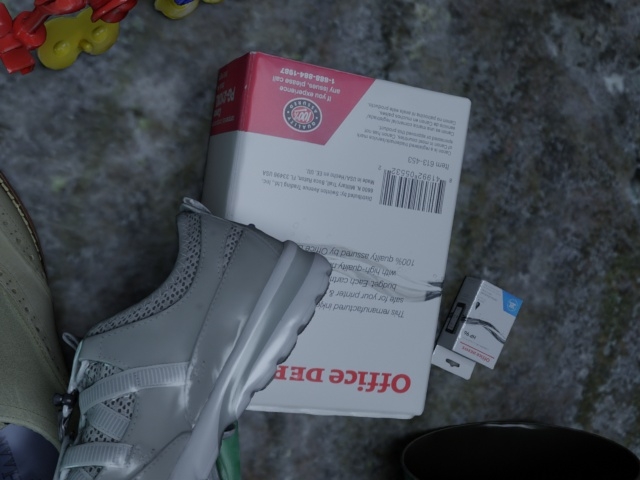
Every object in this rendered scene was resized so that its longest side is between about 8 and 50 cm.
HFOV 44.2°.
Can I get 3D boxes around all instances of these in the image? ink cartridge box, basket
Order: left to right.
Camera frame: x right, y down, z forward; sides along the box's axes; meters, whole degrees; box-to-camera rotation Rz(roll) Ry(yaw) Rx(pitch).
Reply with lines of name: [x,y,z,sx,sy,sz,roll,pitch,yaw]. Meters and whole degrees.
ink cartridge box: [0.000,0.000,0.585,0.172,0.100,0.237,8,92,-21]
ink cartridge box: [0.135,0.079,0.686,0.048,0.028,0.083,26,86,-22]
basket: [0.156,0.287,0.654,0.204,0.154,0.227,0,99,-21]

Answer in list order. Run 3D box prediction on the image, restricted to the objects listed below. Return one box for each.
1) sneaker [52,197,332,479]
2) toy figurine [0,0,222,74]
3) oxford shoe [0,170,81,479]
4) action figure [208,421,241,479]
sneaker: [-0.109,0.102,0.453,0.115,0.105,0.281,33,66,0]
toy figurine: [-0.077,-0.279,0.488,0.362,0.191,0.217,-30,100,-18]
oxford shoe: [-0.221,0.060,0.476,0.140,0.146,0.397,-27,104,-18]
action figure: [-0.084,0.252,0.588,0.137,0.063,0.232,-24,114,-50]
